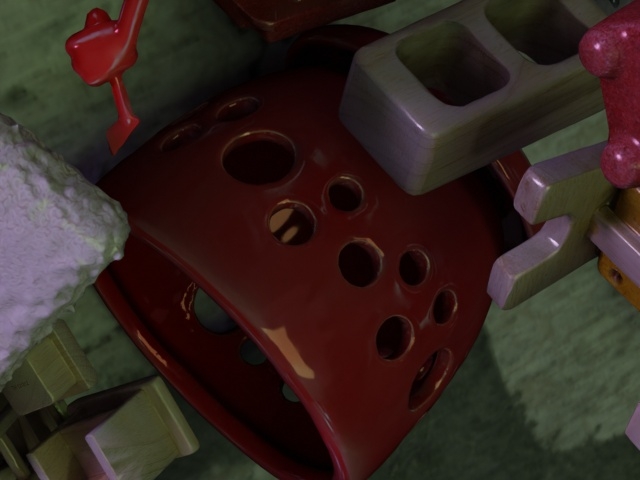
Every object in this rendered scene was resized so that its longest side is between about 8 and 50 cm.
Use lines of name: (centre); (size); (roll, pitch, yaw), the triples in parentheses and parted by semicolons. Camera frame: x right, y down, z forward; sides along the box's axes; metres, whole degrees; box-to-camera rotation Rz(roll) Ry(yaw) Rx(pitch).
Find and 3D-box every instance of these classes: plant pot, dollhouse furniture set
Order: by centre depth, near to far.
dollhouse furniture set: (0.087, -0.129, 0.722); (0.152, 0.374, 0.201); (-26, 148, -29)
dollhouse furniture set: (-0.148, 0.026, 0.777); (0.101, 0.161, 0.182); (-43, 109, -49)
plant pot: (0.000, 0.000, 0.857); (0.174, 0.191, 0.191); (-46, 123, -19)

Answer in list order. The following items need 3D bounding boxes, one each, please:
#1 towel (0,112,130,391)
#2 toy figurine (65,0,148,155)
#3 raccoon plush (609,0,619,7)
towel: (-0.206, 0.015, 0.694); (0.187, 0.282, 0.049); (39, 41, -8)
toy figurine: (-0.188, -0.195, 0.717); (0.362, 0.217, 0.191); (13, 121, 10)
raccoon plush: (0.197, -0.247, 0.822); (0.216, 0.299, 0.446); (-26, 117, -21)
